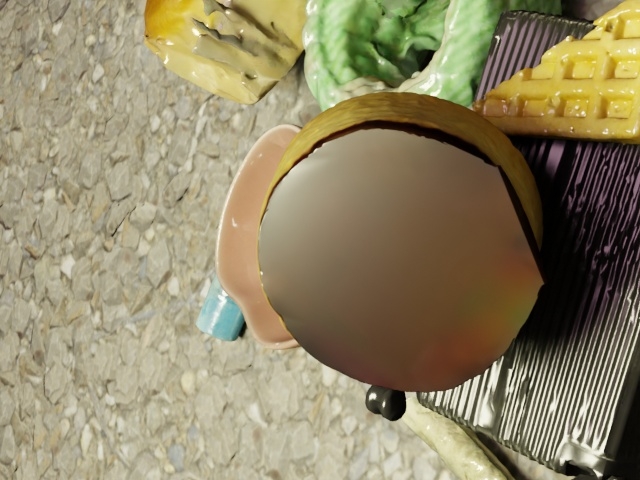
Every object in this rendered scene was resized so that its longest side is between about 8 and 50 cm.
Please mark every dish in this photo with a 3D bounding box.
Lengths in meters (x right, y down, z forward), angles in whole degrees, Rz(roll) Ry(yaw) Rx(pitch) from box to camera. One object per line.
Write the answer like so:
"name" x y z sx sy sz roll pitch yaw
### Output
"dish" 0.000 0.000 1.235 0.213 0.090 0.213 -10 76 48

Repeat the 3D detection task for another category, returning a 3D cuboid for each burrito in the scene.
"burrito" 0.131 0.190 1.086 0.041 0.045 0.185 -37 46 -7

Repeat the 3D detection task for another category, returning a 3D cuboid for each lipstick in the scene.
"lipstick" -0.078 0.023 1.343 0.048 0.048 0.158 35 107 45

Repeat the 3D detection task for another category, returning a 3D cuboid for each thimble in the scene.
"thimble" 0.099 -0.180 1.120 0.219 0.150 0.219 -10 75 45

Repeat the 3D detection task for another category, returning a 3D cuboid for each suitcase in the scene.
"suitcase" 0.200 0.010 0.972 0.229 0.152 0.335 21 97 46

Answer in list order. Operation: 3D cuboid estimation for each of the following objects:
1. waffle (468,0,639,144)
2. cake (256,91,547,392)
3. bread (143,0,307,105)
"waffle" 0.160 -0.127 0.922 0.191 0.032 0.125 10 86 45
"cake" 0.066 -0.009 0.911 0.207 0.178 0.185 12 111 16
"bread" -0.040 -0.326 1.244 0.389 0.183 0.236 -62 8 4
